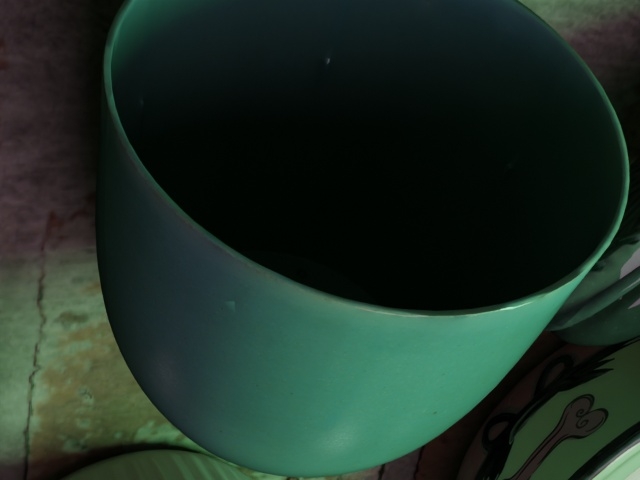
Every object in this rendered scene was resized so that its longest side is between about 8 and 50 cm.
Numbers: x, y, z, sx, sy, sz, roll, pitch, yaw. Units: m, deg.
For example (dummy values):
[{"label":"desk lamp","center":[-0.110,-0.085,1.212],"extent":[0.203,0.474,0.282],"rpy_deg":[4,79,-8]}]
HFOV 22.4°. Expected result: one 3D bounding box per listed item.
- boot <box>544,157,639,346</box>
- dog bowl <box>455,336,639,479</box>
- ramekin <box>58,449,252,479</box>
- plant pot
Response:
[{"label":"boot","center":[0.397,0.101,1.135],"extent":[0.367,0.146,0.445],"rpy_deg":[-37,101,-11]},{"label":"dog bowl","center":[0.288,0.224,1.345],"extent":[0.408,0.150,0.408],"rpy_deg":[-13,130,-17]},{"label":"ramekin","center":[-0.127,0.274,1.189],"extent":[0.273,0.127,0.273],"rpy_deg":[-13,129,-17]},{"label":"plant pot","center":[0.000,0.000,0.953],"extent":[0.293,0.293,0.235],"rpy_deg":[-6,142,-23]}]
